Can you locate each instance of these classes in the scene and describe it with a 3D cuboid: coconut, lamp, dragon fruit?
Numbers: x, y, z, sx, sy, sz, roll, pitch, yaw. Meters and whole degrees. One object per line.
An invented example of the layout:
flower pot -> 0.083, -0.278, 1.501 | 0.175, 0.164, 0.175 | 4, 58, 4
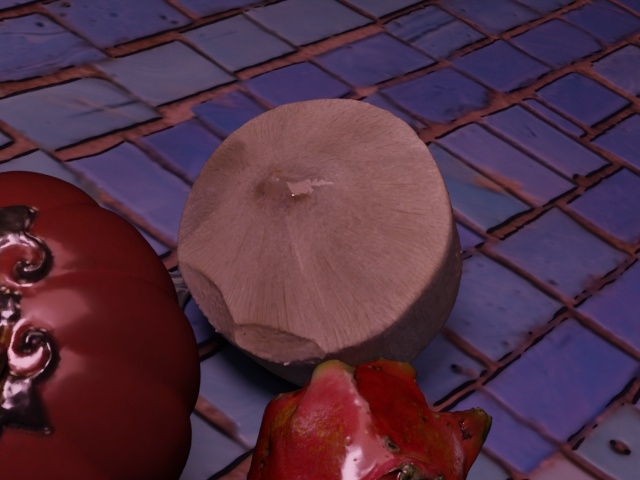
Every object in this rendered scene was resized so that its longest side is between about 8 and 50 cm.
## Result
coconut -> 0.000, 0.000, 1.236 | 0.237, 0.237, 0.266 | 31, -10, 17
lamp -> -0.232, 0.097, 0.975 | 0.303, 0.257, 0.303 | -4, 64, 8
dragon fruit -> 0.042, 0.193, 1.091 | 0.269, 0.198, 0.200 | 10, 60, -67

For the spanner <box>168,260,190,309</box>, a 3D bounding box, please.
spanner -> -0.147, 0.099, 1.250 | 0.071, 0.017, 0.302 | 15, 32, -8
